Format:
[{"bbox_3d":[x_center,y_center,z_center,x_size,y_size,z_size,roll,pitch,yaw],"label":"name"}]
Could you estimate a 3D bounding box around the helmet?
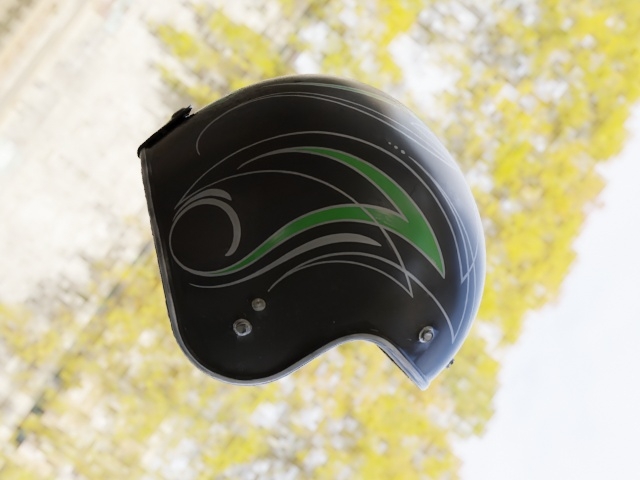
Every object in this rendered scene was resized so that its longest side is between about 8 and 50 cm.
[{"bbox_3d":[0.000,0.000,0.855,0.162,0.169,0.169,-12,-168,-3],"label":"helmet"}]
